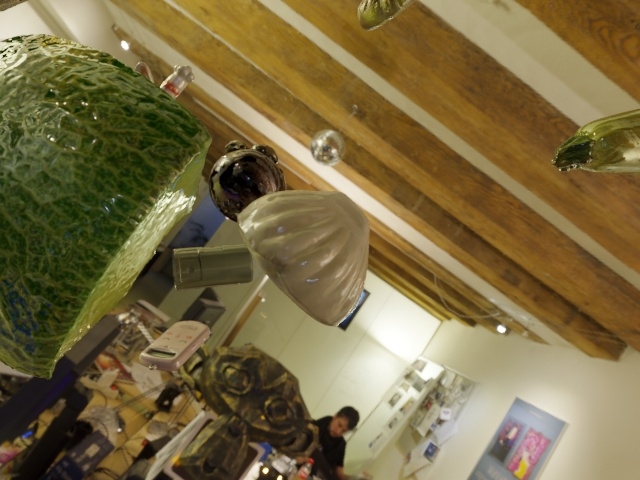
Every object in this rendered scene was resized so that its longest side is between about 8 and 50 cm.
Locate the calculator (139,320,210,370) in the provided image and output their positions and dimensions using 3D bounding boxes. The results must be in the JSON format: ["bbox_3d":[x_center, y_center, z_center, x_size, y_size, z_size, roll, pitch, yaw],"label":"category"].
[{"bbox_3d":[-0.326,0.236,0.923,0.100,0.032,0.175,5,21,16],"label":"calculator"}]

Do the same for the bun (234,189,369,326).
[{"bbox_3d":[0.000,0.000,0.707,0.263,0.175,0.263,49,6,-7],"label":"bun"}]

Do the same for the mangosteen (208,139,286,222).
[{"bbox_3d":[-0.177,-0.140,1.022,0.210,0.210,0.210,34,-9,6],"label":"mangosteen"}]

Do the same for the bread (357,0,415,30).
[{"bbox_3d":[0.212,-0.758,1.293,0.105,0.213,0.213,55,-15,-20],"label":"bread"}]

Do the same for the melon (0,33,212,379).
[{"bbox_3d":[-0.334,-0.077,0.476,0.343,0.331,0.226,32,7,0],"label":"melon"}]

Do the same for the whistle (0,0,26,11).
[{"bbox_3d":[-0.706,-0.594,0.960,0.057,0.068,0.326,55,15,-37],"label":"whistle"}]

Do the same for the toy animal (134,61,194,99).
[{"bbox_3d":[-0.355,-0.231,0.824,0.138,0.282,0.140,53,11,3],"label":"toy animal"}]

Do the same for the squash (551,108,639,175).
[{"bbox_3d":[0.358,-0.114,0.496,0.075,0.200,0.090,39,-46,45],"label":"squash"}]

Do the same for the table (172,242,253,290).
[{"bbox_3d":[-0.325,0.078,1.233,0.220,0.126,0.126,-5,9,-24],"label":"table"}]
